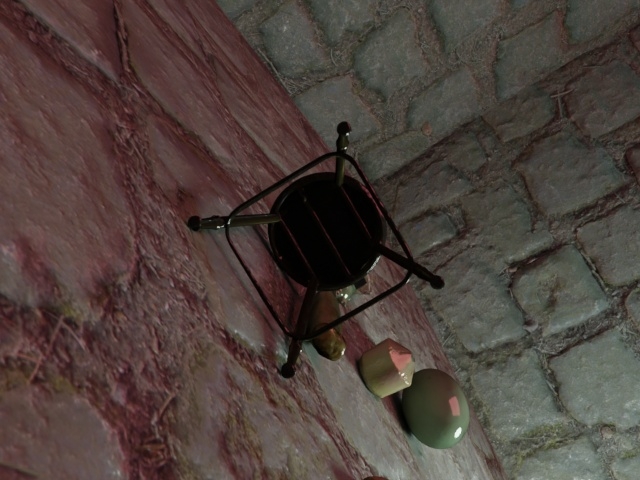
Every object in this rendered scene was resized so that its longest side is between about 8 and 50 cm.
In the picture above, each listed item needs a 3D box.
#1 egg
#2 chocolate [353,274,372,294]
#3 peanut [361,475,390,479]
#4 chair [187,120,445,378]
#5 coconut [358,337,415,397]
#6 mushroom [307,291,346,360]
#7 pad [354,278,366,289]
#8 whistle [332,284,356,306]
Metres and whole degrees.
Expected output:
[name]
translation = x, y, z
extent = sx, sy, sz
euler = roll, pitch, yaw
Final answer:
[egg]
translation = 0.358, 0.522, 1.784
extent = 0.203, 0.202, 0.283
euler = 55, 11, -21
[chocolate]
translation = 0.110, 0.127, 2.043
extent = 0.254, 0.080, 0.157
euler = 15, 59, -72
[peanut]
translation = 0.135, 0.526, 1.146
extent = 0.152, 0.076, 0.076
euler = 52, 13, -14
[chair]
translation = 0.000, 0.000, 1.270
extent = 0.365, 0.361, 0.410
euler = 58, 6, -4
[coconut]
translation = 0.199, 0.362, 1.635
extent = 0.147, 0.152, 0.147
euler = 53, 14, -19
[mushroom]
translation = 0.012, 0.205, 1.437
extent = 0.100, 0.081, 0.312
euler = 62, 6, -13
[pad]
translation = 0.096, 0.076, 1.826
extent = 0.164, 0.004, 0.243
euler = 62, 11, 5
[whistle]
translation = 0.060, 0.137, 1.773
extent = 0.110, 0.092, 0.244
euler = 56, 13, -6
